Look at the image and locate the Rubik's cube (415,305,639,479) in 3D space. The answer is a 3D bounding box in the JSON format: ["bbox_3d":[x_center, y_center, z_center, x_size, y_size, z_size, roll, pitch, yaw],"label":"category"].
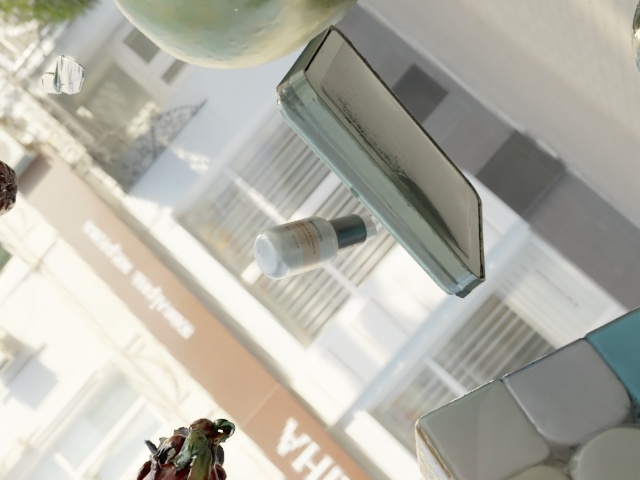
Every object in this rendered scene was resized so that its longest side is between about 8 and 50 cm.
[{"bbox_3d":[0.339,0.341,1.242,0.344,0.347,0.347,80,163,-50],"label":"Rubik's cube"}]

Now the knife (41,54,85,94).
[{"bbox_3d":[-0.303,-0.193,1.261,0.017,0.047,0.298,0,-171,-20],"label":"knife"}]

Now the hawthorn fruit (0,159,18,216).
[{"bbox_3d":[-0.347,-0.054,1.097,0.077,0.077,0.077,41,-175,-5],"label":"hawthorn fruit"}]

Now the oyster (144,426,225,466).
[{"bbox_3d":[-0.212,0.500,1.875,0.096,0.361,0.221,-8,-176,-30],"label":"oyster"}]

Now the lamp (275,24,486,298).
[{"bbox_3d":[0.072,-0.089,1.093,0.266,0.047,0.269,47,-160,-11],"label":"lamp"}]

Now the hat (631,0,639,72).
[{"bbox_3d":[0.468,-0.308,1.323,0.128,0.265,0.265,17,-160,-39],"label":"hat"}]

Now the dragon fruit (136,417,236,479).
[{"bbox_3d":[-0.159,0.286,1.253,0.142,0.175,0.138,25,-176,30],"label":"dragon fruit"}]

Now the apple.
[{"bbox_3d":[-0.127,-0.502,1.686,0.473,0.473,0.473,41,-175,-5],"label":"apple"}]

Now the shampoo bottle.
[{"bbox_3d":[0.000,0.000,1.518,0.192,0.074,0.074,-16,-135,-34],"label":"shampoo bottle"}]
